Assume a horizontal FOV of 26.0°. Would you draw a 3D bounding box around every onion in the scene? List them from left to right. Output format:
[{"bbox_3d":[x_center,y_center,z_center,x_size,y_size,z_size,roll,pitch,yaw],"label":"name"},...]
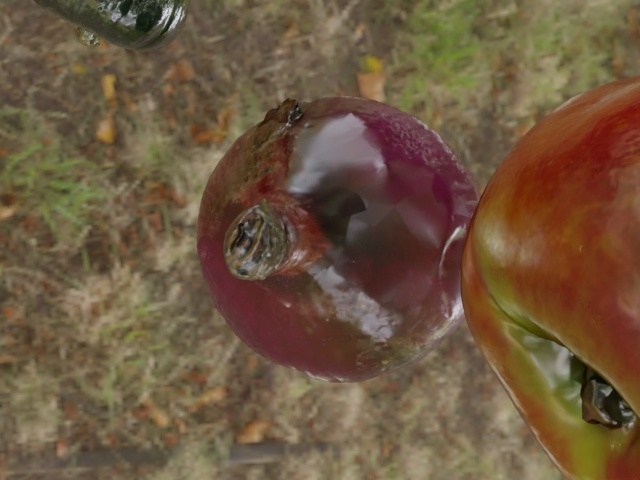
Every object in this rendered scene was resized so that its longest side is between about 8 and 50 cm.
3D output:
[{"bbox_3d":[0.000,0.000,1.550,0.385,0.348,0.347,-4,86,-66],"label":"onion"}]

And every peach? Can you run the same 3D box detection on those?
[{"bbox_3d":[0.216,0.009,0.728,0.275,0.245,0.248,-26,135,-24],"label":"peach"}]

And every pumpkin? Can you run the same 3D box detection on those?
[{"bbox_3d":[-0.261,-0.310,1.694,0.152,0.212,0.212,-53,139,3],"label":"pumpkin"}]
